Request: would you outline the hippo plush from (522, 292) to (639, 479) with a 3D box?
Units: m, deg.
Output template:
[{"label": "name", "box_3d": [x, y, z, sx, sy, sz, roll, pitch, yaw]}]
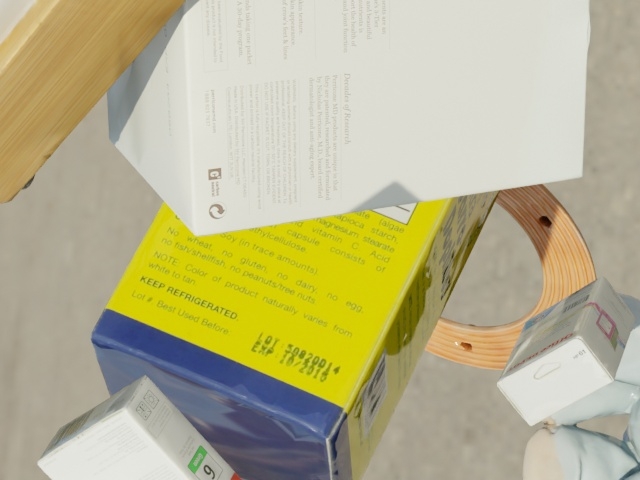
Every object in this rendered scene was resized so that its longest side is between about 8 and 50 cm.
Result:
[{"label": "hippo plush", "box_3d": [0.345, 0.156, 1.861, 0.294, 0.236, 0.234, -37, 73, 22]}]

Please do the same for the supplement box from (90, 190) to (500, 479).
[{"label": "supplement box", "box_3d": [0.000, 0.000, 1.522, 0.195, 0.194, 0.356, 85, -150, -64]}]

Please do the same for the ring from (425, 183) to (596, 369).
[{"label": "ring", "box_3d": [0.140, 0.005, 2.097, 0.032, 0.337, 0.336, -55, -6, -38]}]

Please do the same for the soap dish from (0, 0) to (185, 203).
[{"label": "soap dish", "box_3d": [-0.176, -0.174, 1.150, 0.291, 0.118, 0.229, -44, 45, 35]}]

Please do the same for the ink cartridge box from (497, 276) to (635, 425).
[{"label": "ink cartridge box", "box_3d": [0.209, 0.093, 1.671, 0.088, 0.052, 0.122, -33, 9, 28]}]

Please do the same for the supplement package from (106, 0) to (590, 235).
[{"label": "supplement package", "box_3d": [0.011, -0.143, 1.256, 0.198, 0.263, 0.199, -136, 41, -60]}]

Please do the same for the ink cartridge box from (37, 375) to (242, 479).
[{"label": "ink cartridge box", "box_3d": [-0.067, 0.121, 0.899, 0.063, 0.115, 0.029, -32, 16, 33]}]
